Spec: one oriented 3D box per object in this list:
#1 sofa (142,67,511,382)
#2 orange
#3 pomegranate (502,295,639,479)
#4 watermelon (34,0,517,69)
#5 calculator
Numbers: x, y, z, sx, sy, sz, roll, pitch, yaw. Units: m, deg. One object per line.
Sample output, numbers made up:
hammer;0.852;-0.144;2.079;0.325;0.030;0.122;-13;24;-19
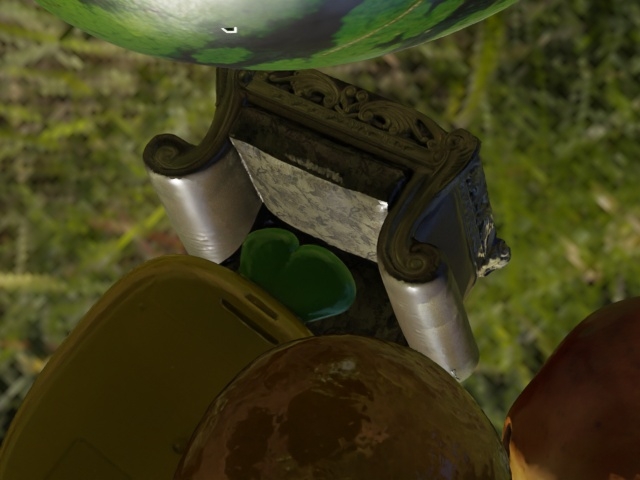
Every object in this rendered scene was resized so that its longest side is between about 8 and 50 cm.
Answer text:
sofa;0.000;0.000;1.490;0.182;0.258;0.200;-58;157;-20
orange;0.013;0.114;0.781;0.156;0.124;0.156;-23;118;-53
pomegranate;0.216;0.136;1.256;0.209;0.209;0.209;-46;180;0
watermelon;-0.012;-0.192;0.631;0.285;0.285;0.285;-46;180;0
calculator;-0.073;0.092;1.020;0.235;0.146;0.032;-53;172;-5
